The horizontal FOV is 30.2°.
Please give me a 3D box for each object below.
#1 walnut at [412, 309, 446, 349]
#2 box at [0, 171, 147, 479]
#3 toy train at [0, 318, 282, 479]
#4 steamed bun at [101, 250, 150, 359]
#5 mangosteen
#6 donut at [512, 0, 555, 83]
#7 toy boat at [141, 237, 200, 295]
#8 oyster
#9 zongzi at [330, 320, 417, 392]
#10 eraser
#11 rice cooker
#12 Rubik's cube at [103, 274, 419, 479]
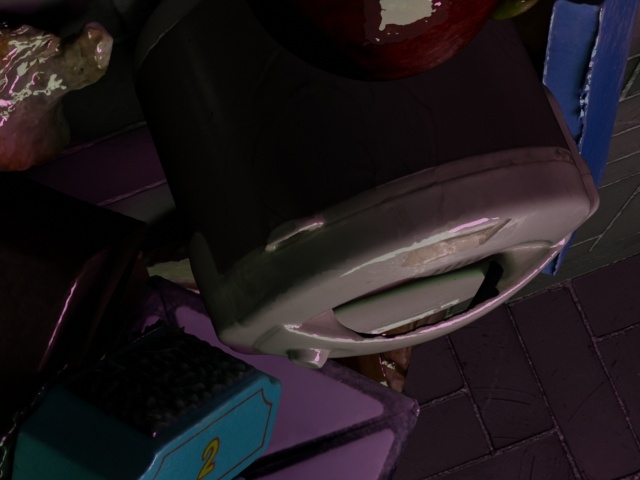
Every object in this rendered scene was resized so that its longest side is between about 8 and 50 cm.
[{"bbox_3d":[0.062,0.074,1.589,0.224,0.224,0.224,-20,167,-5],"label":"walnut"},{"bbox_3d":[-0.236,0.053,0.851,0.143,0.184,0.273,21,-173,-1],"label":"box"},{"bbox_3d":[-0.114,0.150,0.782,0.203,0.112,0.163,-33,141,-58],"label":"toy train"},{"bbox_3d":[-0.299,0.083,1.132,0.273,0.166,0.232,-41,180,9],"label":"steamed bun"},{"bbox_3d":[0.048,-0.169,0.612,0.200,0.199,0.200,-20,167,-5],"label":"mangosteen"},{"bbox_3d":[0.153,-0.136,0.991,0.217,0.085,0.141,-60,158,-23],"label":"donut"},{"bbox_3d":[-0.079,0.035,1.345,0.276,0.111,0.293,7,162,-13],"label":"toy boat"},{"bbox_3d":[-0.220,-0.090,0.771,0.191,0.081,0.163,-31,160,23],"label":"oyster"},{"bbox_3d":[0.000,0.000,1.080,0.134,0.285,0.288,-2,171,27],"label":"zongzi"},{"bbox_3d":[0.217,-0.118,0.988,0.144,0.043,0.312,-58,158,-34],"label":"eraser"},{"bbox_3d":[0.030,-0.061,0.832,0.288,0.277,0.288,-21,168,-5],"label":"rice cooker"},{"bbox_3d":[-0.095,0.208,1.012,0.255,0.260,0.259,25,162,-1],"label":"Rubik's cube"}]
